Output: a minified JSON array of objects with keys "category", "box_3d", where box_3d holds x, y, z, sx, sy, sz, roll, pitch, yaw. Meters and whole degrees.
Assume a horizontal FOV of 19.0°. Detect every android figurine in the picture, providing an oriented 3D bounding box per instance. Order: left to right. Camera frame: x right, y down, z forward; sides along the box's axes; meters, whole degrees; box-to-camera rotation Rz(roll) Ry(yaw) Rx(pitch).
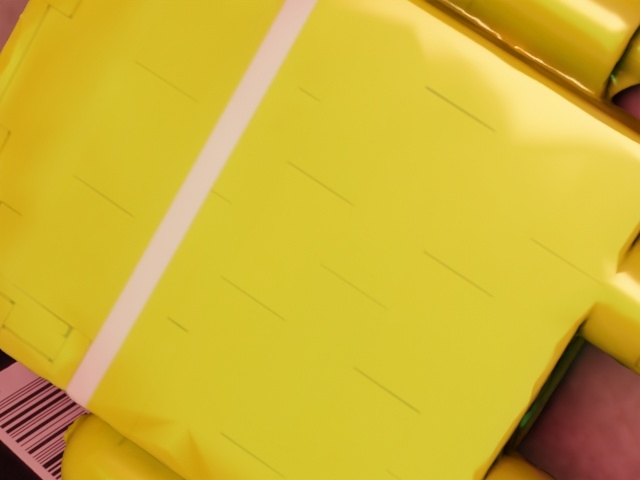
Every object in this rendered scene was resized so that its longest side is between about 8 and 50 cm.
[{"category":"android figurine","box_3d":[0.000,0.000,0.596,0.273,0.056,0.248,32,104,15]}]

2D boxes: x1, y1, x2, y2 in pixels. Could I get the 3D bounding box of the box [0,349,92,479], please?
[{"category":"box","box_3d":[-0.141,0.140,0.714,0.153,0.108,0.207,40,120,9]}]
